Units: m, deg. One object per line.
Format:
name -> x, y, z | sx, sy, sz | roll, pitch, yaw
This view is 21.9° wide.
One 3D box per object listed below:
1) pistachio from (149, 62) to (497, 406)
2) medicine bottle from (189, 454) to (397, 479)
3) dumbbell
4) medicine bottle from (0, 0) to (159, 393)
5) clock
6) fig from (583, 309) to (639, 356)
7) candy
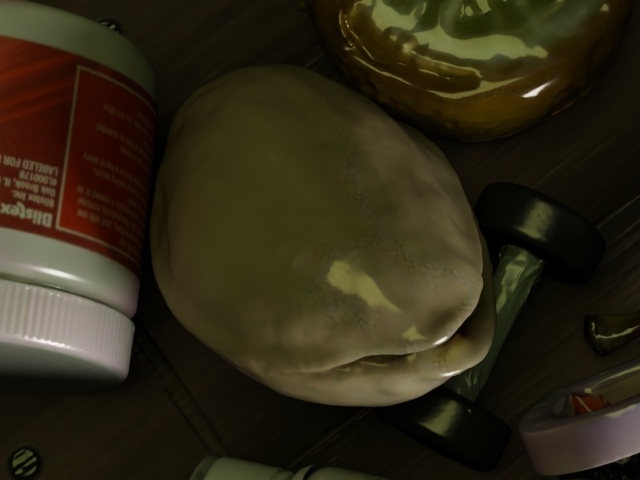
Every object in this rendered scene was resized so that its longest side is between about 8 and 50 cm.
pistachio -> 0.000, 0.000, 1.139 | 0.226, 0.208, 0.332 | -18, 34, -14
medicine bottle -> 0.032, 0.232, 1.128 | 0.258, 0.143, 0.143 | 11, 77, 14
dumbbell -> 0.120, 0.062, 1.181 | 0.100, 0.100, 0.191 | 26, 81, 16
medicine bottle -> -0.249, -0.028, 1.189 | 0.252, 0.252, 0.241 | 1, 75, 10
clock -> 0.217, 0.122, 1.122 | 0.198, 0.172, 0.064 | -21, 89, -35
fig -> 0.310, -0.023, 1.155 | 0.321, 0.217, 0.217 | -43, 70, 27
candy -> 0.113, -0.202, 1.248 | 0.260, 0.118, 0.260 | -2, 76, 7
